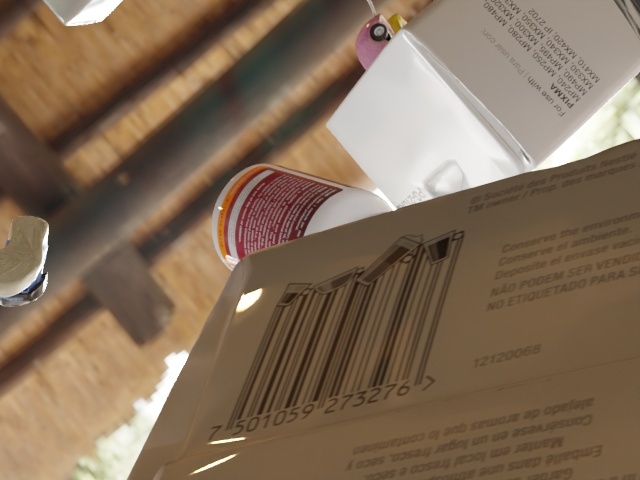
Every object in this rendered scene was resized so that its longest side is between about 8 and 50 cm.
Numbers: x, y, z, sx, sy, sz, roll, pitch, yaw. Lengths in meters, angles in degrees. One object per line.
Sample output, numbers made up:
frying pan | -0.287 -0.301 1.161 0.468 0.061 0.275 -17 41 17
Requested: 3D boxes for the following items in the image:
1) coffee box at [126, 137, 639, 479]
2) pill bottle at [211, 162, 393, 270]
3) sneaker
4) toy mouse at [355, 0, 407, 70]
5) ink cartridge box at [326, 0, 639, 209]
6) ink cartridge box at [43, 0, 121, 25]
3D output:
coffee box | 0.131 0.193 0.610 0.337 0.334 0.338 -15 31 30
pill bottle | 0.000 0.000 1.134 0.086 0.152 0.086 -13 -70 -38
sneaker | -0.320 0.043 1.713 0.152 0.058 0.085 -90 10 -63
toy mouse | 0.060 -0.110 1.191 0.031 0.143 0.161 -24 -48 17
ink cartridge box | 0.131 -0.123 0.898 0.237 0.100 0.172 -43 -1 -19
ink cartridge box | -0.084 -0.297 0.953 0.332 0.165 0.065 -41 -4 20
